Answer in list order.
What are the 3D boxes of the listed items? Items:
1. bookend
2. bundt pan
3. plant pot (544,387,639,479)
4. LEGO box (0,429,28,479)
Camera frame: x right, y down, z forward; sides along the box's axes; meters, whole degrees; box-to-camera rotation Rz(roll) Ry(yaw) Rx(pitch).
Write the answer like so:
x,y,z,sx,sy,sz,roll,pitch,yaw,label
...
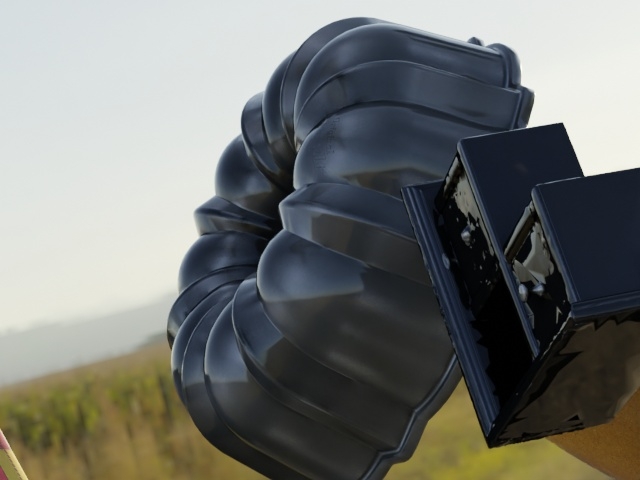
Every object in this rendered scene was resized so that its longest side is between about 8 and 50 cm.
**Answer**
x,y,z,sx,sy,sz,roll,pitch,yaw,label
0.112,0.000,0.977,0.072,0.156,0.157,-10,-24,-17,bookend
0.000,0.000,1.263,0.124,0.331,0.331,22,-16,-17,bundt pan
0.250,0.091,1.486,0.237,0.237,0.254,-12,11,-43,plant pot
-0.303,0.431,1.496,0.193,0.500,0.372,-1,-44,-44,LEGO box
